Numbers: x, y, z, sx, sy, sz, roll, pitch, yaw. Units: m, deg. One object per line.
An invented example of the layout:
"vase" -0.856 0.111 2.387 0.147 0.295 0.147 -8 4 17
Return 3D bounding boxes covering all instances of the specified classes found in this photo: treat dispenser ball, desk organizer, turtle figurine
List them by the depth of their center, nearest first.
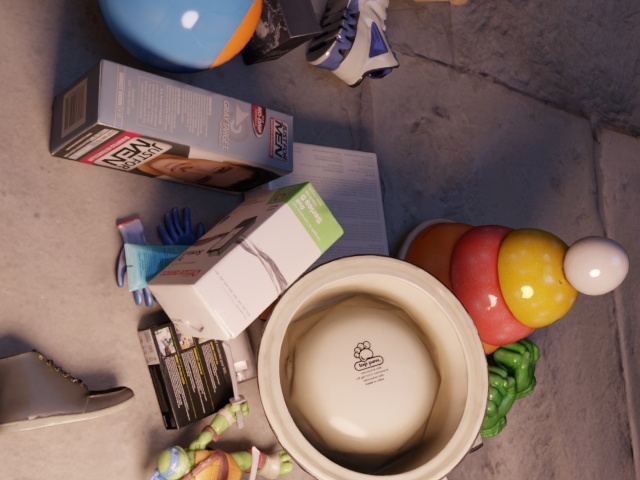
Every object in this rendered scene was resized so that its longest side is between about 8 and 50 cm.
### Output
"turtle figurine" -0.118 0.368 1.365 0.275 0.198 0.266 -54 134 -1
"treat dispenser ball" -0.241 -0.435 1.413 0.288 0.288 0.288 11 73 -38
"desk organizer" -0.153 0.190 1.495 0.047 0.050 0.130 -18 109 -9

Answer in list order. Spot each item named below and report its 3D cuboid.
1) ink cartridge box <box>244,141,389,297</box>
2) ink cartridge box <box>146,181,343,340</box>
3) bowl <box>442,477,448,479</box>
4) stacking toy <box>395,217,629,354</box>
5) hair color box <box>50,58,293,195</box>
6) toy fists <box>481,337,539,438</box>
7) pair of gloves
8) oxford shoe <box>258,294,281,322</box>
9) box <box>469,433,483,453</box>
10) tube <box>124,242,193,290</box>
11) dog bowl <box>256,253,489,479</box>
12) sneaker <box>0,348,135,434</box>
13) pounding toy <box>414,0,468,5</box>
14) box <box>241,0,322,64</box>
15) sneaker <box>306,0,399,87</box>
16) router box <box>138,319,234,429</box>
"ink cartridge box" 0.000 0.000 1.648 0.308 0.091 0.385 3 78 -42
"ink cartridge box" -0.127 0.032 1.366 0.273 0.198 0.115 -43 109 -28
"bowl" 0.101 0.545 1.554 0.311 0.163 0.312 11 73 -38
"stacking toy" 0.418 0.087 1.724 0.350 0.479 0.351 10 73 -38
"hair color box" -0.248 -0.182 1.414 0.374 0.185 0.114 10 73 -39
"toy fists" 0.428 0.330 1.906 0.279 0.096 0.142 -37 122 -39
"pair of gloves" -0.278 0.028 1.447 0.198 0.023 0.159 -17 90 -42
"oxford shoe" -0.035 0.190 1.589 0.212 0.076 0.076 40 63 -14
"box" 0.225 0.325 1.701 0.056 0.183 0.231 -14 88 -41
"tube" -0.242 0.039 1.433 0.207 0.052 0.080 -4 79 -38
"dog bowl" 0.078 0.239 1.427 0.407 0.150 0.408 4 71 -13
"sneaker" -0.393 0.221 1.261 0.222 0.083 0.118 -3 81 -40
"pounding toy" 0.223 -0.636 1.958 0.269 0.155 0.154 40 38 11
"box" -0.099 -0.453 1.626 0.093 0.158 0.156 -23 94 -41
"sneaker" 0.099 -0.463 1.835 0.182 0.127 0.316 39 64 -32
"router box" -0.229 0.223 1.426 0.133 0.046 0.179 -16 90 -42
